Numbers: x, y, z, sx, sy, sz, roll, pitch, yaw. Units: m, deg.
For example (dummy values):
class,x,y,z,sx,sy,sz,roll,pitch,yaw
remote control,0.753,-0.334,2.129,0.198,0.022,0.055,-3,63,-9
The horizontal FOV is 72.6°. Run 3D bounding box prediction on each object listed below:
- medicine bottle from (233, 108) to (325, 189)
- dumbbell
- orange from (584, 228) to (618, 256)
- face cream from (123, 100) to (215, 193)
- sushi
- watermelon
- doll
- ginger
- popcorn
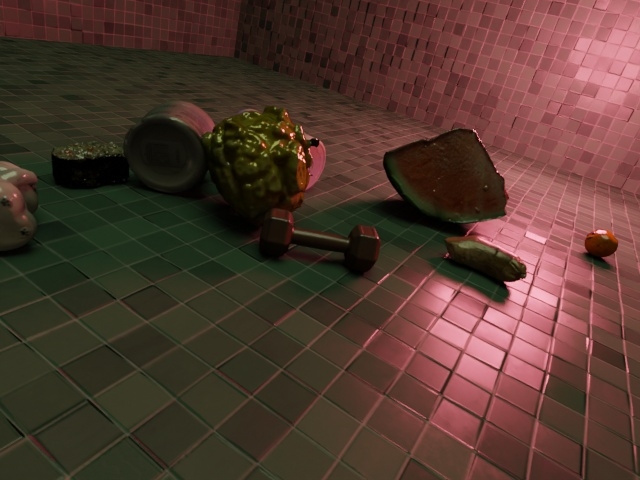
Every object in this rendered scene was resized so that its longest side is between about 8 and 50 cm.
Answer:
class,x,y,z,sx,sy,sz,roll,pitch,yaw
medicine bottle,-0.124,-0.247,1.180,0.254,0.152,0.152,31,31,31
dumbbell,0.000,0.000,0.843,0.230,0.082,0.092,11,28,-7
orange,0.798,0.010,1.239,0.083,0.084,0.083,12,27,-6
face cream,-0.327,-0.211,0.978,0.177,0.177,0.153,10,27,-9
sushi,-0.482,-0.163,0.918,0.090,0.078,0.150,33,33,32
watermelon,0.354,-0.130,1.177,0.292,0.319,0.222,-23,63,6
doll,-0.499,-0.061,0.677,0.106,0.110,0.181,-17,37,-13
ginger,0.368,0.036,0.976,0.190,0.069,0.095,28,24,26
popcorn,-0.121,-0.161,0.909,0.225,0.249,0.249,-35,46,-15
